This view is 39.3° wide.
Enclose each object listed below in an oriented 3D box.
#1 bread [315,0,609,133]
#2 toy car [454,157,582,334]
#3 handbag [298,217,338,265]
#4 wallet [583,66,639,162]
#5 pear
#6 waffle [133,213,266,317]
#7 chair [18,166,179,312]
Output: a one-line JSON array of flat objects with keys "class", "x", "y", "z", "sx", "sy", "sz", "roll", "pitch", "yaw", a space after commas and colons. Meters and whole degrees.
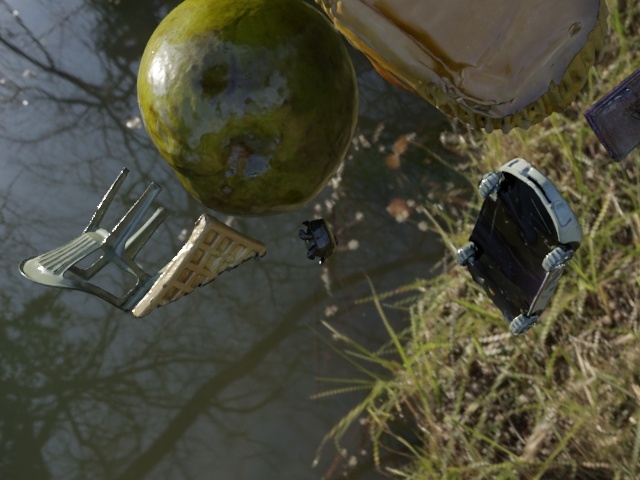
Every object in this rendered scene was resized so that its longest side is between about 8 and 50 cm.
[{"class": "bread", "x": 0.085, "y": -0.154, "z": 0.563, "sx": 0.190, "sy": 0.114, "sz": 0.132, "roll": 41, "pitch": 98, "yaw": 16}, {"class": "toy car", "x": 0.172, "y": 0.005, "z": 0.766, "sx": 0.056, "sy": 0.205, "sz": 0.095, "roll": -28, "pitch": 64, "yaw": -18}, {"class": "handbag", "x": 0.000, "y": 0.000, "z": 1.363, "sx": 0.047, "sy": 0.111, "sz": 0.072, "roll": -22, "pitch": 90, "yaw": 5}, {"class": "wallet", "x": 0.530, "y": -0.222, "z": 1.504, "sx": 0.166, "sy": 0.111, "sz": 0.030, "roll": -39, "pitch": 23, "yaw": -4}, {"class": "pear", "x": -0.102, "y": -0.215, "z": 1.363, "sx": 0.352, "sy": 0.352, "sz": 0.413, "roll": -25, "pitch": 29, "yaw": 18}, {"class": "waffle", "x": -0.142, "y": 0.047, "z": 1.053, "sx": 0.153, "sy": 0.097, "sz": 0.023, "roll": -52, "pitch": 39, "yaw": 8}, {"class": "chair", "x": -0.387, "y": 0.013, "z": 1.650, "sx": 0.203, "sy": 0.190, "sz": 0.275, "roll": 23, "pitch": 69, "yaw": 48}]
